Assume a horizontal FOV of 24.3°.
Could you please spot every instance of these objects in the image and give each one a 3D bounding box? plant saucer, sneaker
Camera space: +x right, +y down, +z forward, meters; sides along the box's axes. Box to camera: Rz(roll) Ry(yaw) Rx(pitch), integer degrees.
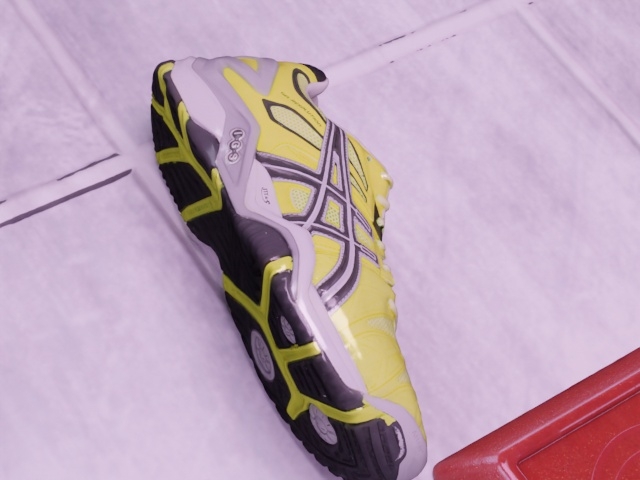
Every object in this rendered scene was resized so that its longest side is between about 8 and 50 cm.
[{"bbox_3d":[0.256,0.198,1.060,0.258,0.047,0.259,-25,63,-25],"label":"plant saucer"},{"bbox_3d":[0.000,0.000,1.092,0.147,0.145,0.384,-15,61,-20],"label":"sneaker"}]
